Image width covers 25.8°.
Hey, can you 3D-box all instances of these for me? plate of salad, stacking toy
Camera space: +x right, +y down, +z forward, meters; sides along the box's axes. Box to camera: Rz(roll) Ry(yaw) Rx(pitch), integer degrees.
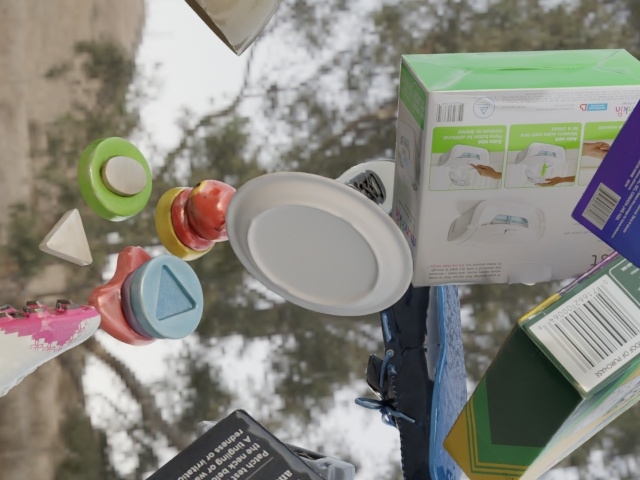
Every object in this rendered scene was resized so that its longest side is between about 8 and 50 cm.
[{"bbox_3d":[0.000,0.000,1.408,0.200,0.200,0.048,102,10,-49],"label":"plate of salad"},{"bbox_3d":[-0.253,-0.013,2.132,0.130,0.279,0.309,-14,-137,40],"label":"stacking toy"}]

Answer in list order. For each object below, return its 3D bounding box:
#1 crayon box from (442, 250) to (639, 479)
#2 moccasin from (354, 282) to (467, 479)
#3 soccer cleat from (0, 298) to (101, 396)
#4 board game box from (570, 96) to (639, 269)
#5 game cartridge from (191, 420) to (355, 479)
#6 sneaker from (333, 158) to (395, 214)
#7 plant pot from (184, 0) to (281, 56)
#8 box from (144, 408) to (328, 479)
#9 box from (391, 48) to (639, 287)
[{"bbox_3d":[0.325,0.102,1.481,0.106,0.363,0.313,50,-26,19],"label":"crayon box"},{"bbox_3d":[0.115,0.172,1.727,0.342,0.117,0.137,-85,156,-44],"label":"moccasin"},{"bbox_3d":[-0.452,0.169,1.864,0.116,0.331,0.143,-172,-107,-66],"label":"soccer cleat"},{"bbox_3d":[0.347,-0.150,1.014,0.078,0.233,0.347,41,-57,26],"label":"board game box"},{"bbox_3d":[-0.078,0.397,2.085,0.297,0.062,0.198,11,-76,38],"label":"game cartridge"},{"bbox_3d":[0.045,-0.056,2.165,0.108,0.271,0.100,-25,-87,55],"label":"sneaker"},{"bbox_3d":[-0.135,-0.419,1.898,0.284,0.191,0.284,49,1,-1],"label":"plant pot"},{"bbox_3d":[-0.010,0.497,1.269,0.472,0.297,0.480,38,-33,27],"label":"box"},{"bbox_3d":[0.220,-0.078,1.520,0.127,0.262,0.231,-113,-158,-61],"label":"box"}]
